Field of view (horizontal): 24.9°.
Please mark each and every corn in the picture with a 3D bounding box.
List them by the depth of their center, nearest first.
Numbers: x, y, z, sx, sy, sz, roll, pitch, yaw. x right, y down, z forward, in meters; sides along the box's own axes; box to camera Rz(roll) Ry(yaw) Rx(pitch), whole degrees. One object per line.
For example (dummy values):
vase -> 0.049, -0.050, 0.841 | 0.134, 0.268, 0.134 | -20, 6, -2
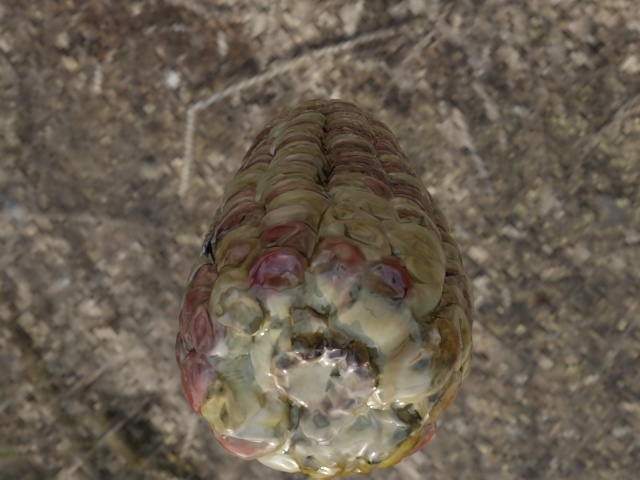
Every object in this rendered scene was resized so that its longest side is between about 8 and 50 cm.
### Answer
corn -> 0.000, 0.000, 0.443 | 0.079, 0.079, 0.237 | 58, -173, -15
